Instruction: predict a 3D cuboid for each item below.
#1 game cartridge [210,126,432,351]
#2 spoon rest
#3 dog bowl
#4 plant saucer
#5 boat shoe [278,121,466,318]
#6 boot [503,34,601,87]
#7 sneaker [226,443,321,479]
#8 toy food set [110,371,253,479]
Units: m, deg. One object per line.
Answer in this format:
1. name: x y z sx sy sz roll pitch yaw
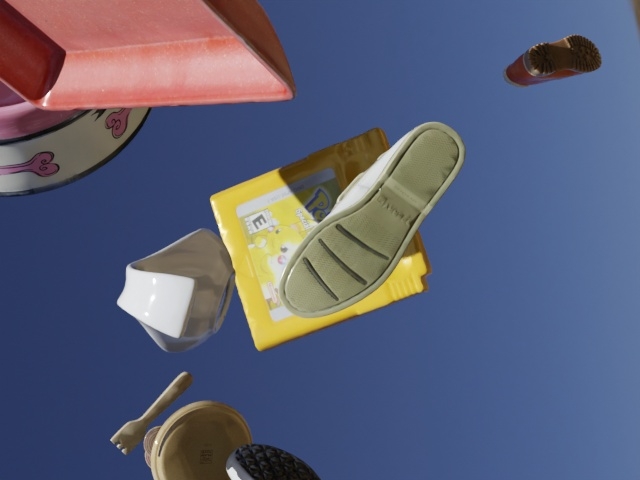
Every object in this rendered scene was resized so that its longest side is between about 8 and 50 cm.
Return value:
1. game cartridge: 0.000 0.000 2.020 0.052 0.323 0.285 10 -120 -69
2. spoon rest: -0.143 0.051 1.219 0.276 0.084 0.137 23 -96 -86
3. dog bowl: -0.436 -0.271 1.703 0.150 0.407 0.408 89 -176 -62
4. plant saucer: -0.169 -0.168 0.694 0.259 0.258 0.048 40 -116 -41
5. boat shoe: 0.066 -0.020 1.536 0.113 0.302 0.103 45 180 -3
6. boot: 0.349 -0.266 1.829 0.157 0.084 0.059 -10 -101 -31
7. sneaker: -0.017 0.311 1.269 0.084 0.234 0.097 -19 -40 -57
8. toy food set: -0.140 0.243 1.382 0.132 0.038 0.192 -45 -66 -14
